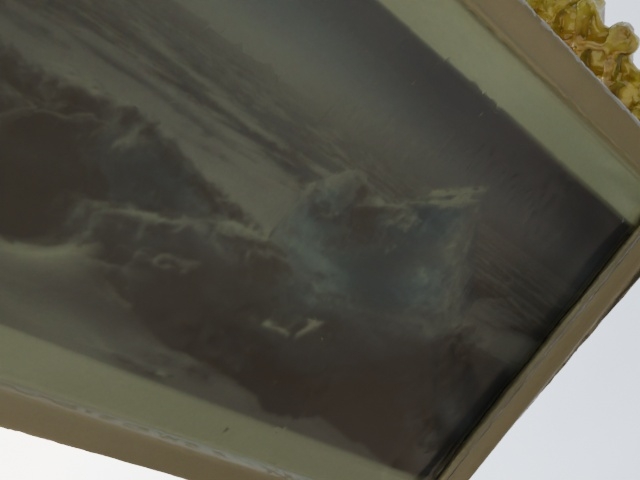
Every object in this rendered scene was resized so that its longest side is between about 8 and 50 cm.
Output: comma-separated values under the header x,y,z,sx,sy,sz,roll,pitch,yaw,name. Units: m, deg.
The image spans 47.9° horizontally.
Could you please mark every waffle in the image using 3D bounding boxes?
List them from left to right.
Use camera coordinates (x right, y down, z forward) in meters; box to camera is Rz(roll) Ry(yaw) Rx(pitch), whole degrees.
x,y,z,sx,sy,sz,roll,pitch,yaw,name
0.193,-0.118,0.603,0.191,0.038,0.191,30,-49,42,waffle

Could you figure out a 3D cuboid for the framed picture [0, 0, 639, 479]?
x,y,z,sx,sy,sz,roll,pitch,yaw,name
0.000,0.000,0.389,0.446,0.028,0.326,30,-80,-33,framed picture
